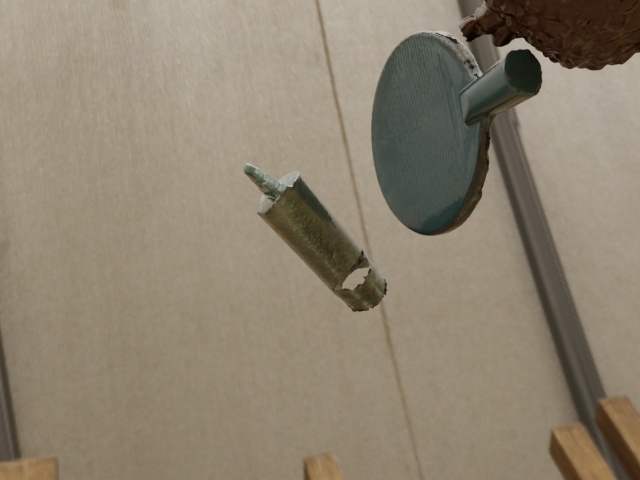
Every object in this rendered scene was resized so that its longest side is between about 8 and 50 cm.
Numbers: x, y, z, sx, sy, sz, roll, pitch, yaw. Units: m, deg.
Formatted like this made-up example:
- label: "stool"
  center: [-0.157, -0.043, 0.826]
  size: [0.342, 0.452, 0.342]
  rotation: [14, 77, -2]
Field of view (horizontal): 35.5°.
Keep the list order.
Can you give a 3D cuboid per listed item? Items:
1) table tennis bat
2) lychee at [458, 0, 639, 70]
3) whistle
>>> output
- label: "table tennis bat"
  center: [0.126, -0.120, 1.022]
  size: [0.044, 0.329, 0.215]
  rotation: [-6, -98, -21]
- label: "lychee"
  center: [0.220, -0.236, 0.840]
  size: [0.238, 0.200, 0.200]
  rotation: [-29, -52, 32]
- label: "whistle"
  center: [0.000, 0.000, 1.086]
  size: [0.062, 0.062, 0.312]
  rotation: [-31, -31, 6]
